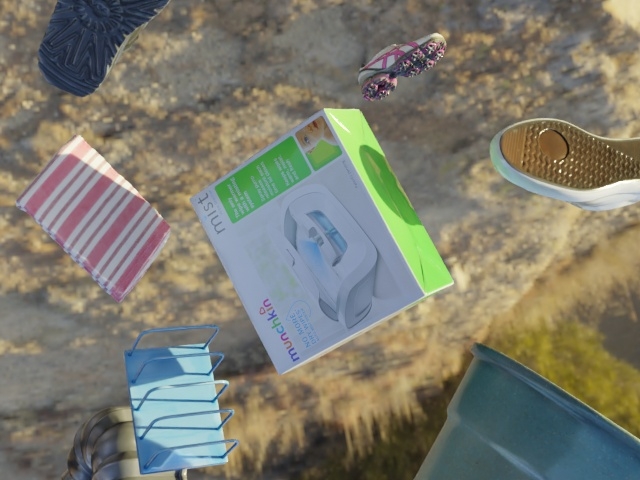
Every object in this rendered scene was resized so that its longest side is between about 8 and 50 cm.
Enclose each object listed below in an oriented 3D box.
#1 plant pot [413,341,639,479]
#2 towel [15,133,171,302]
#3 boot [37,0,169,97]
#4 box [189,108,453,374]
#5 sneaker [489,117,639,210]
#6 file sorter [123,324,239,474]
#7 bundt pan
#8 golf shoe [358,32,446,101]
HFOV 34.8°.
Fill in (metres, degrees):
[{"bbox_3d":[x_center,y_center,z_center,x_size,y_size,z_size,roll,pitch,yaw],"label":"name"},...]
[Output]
[{"bbox_3d":[0.219,0.343,1.125,0.334,0.341,0.341,-55,159,-3],"label":"plant pot"},{"bbox_3d":[-0.303,-0.030,1.376,0.029,0.144,0.197,-23,117,44],"label":"towel"},{"bbox_3d":[-0.257,-0.470,1.597,0.146,0.445,0.367,39,131,-15],"label":"boot"},{"bbox_3d":[0.000,0.000,1.308,0.231,0.262,0.127,-30,173,23],"label":"box"},{"bbox_3d":[0.321,-0.079,1.314,0.290,0.105,0.123,5,156,-28],"label":"sneaker"},{"bbox_3d":[-0.181,0.206,1.345,0.118,0.170,0.104,-2,155,-24],"label":"file sorter"},{"bbox_3d":[-0.322,0.408,1.584,0.124,0.330,0.331,10,155,-27],"label":"bundt pan"},{"bbox_3d":[0.143,-0.335,1.870,0.186,0.086,0.067,-28,146,28],"label":"golf shoe"}]
